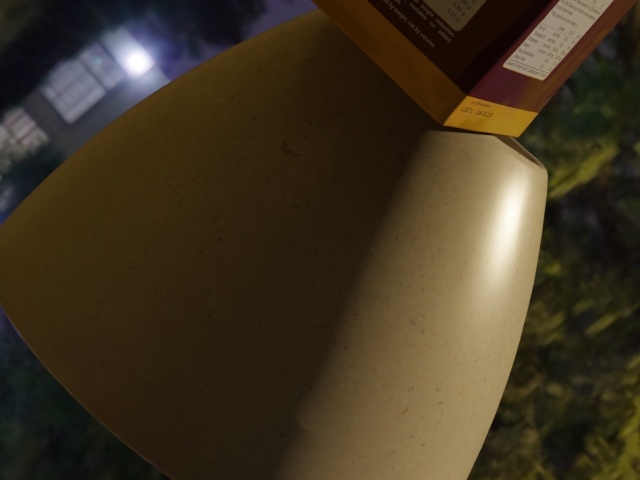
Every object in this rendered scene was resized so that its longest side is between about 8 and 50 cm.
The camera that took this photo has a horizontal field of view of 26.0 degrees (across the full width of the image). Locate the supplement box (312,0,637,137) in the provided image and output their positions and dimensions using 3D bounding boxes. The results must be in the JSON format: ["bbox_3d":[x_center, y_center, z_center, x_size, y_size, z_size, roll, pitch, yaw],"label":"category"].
[{"bbox_3d":[0.079,-0.189,0.704,0.194,0.191,0.129,-49,163,17],"label":"supplement box"}]

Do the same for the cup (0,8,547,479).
[{"bbox_3d":[0.000,0.000,0.847,0.237,0.331,0.331,-54,-168,11],"label":"cup"}]
